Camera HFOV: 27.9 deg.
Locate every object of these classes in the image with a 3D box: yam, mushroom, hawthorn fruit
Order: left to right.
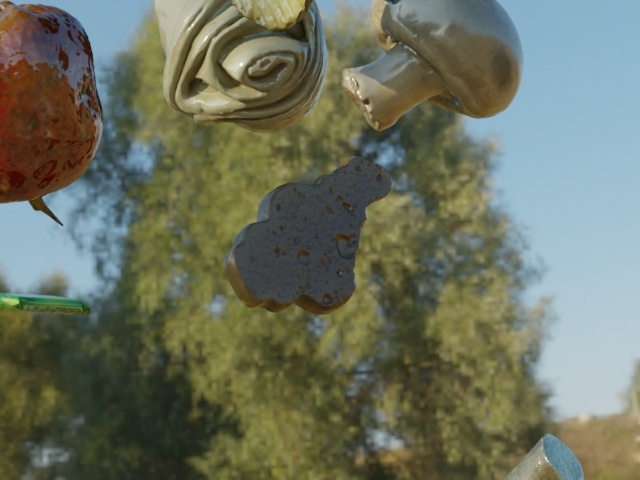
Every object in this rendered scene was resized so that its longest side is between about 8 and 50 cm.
[{"bbox_3d":[-0.388,-0.170,1.585,0.258,0.261,0.258,19,3,-1],"label":"hawthorn fruit"},{"bbox_3d":[0.186,-0.298,2.170,0.290,0.297,0.297,-46,-12,-3],"label":"mushroom"},{"bbox_3d":[0.278,0.400,1.883,0.093,0.093,0.259,8,-51,-47],"label":"yam"}]

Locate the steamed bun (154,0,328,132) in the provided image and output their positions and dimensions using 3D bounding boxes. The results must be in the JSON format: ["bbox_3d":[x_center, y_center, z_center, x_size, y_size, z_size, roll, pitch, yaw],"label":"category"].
[{"bbox_3d":[-0.117,-0.355,2.275,0.310,0.324,0.219,-3,1,-24],"label":"steamed bun"}]

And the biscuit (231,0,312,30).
[{"bbox_3d":[-0.059,-0.421,1.934,0.036,0.187,0.273,-14,-31,-32],"label":"biscuit"}]

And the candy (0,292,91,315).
[{"bbox_3d":[-0.516,0.114,2.334,0.102,0.032,0.178,4,-3,42],"label":"candy"}]

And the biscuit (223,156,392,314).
[{"bbox_3d":[-0.005,-0.008,1.815,0.183,0.319,0.047,45,-33,-14],"label":"biscuit"}]

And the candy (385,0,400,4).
[{"bbox_3d":[0.135,-0.442,1.634,0.157,0.306,0.100,33,-21,45],"label":"candy"}]
